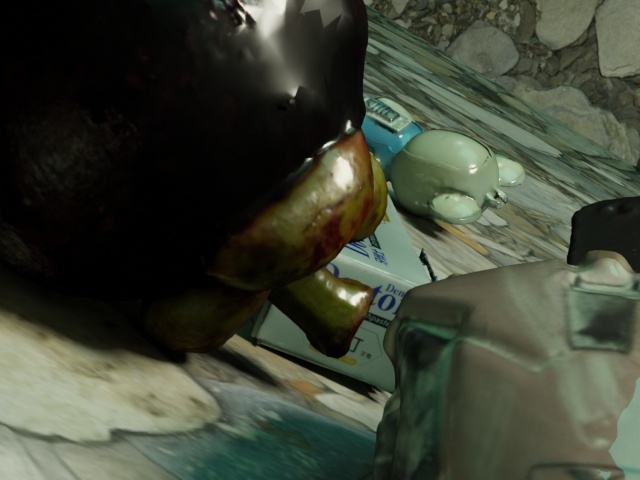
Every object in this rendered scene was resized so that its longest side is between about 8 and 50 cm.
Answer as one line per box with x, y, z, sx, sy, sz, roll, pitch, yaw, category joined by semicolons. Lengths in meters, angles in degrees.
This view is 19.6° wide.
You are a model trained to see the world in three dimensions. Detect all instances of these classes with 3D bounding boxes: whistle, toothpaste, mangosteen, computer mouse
0.051;-0.076;1.523;0.236;0.077;0.114;27;42;24;whistle
0.000;0.000;1.069;0.089;0.071;0.313;23;13;-11;toothpaste
-0.059;-0.044;0.838;0.250;0.211;0.211;56;5;-14;mangosteen
0.110;0.056;0.719;0.200;0.114;0.389;7;19;6;computer mouse

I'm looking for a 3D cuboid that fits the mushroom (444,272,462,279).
0.192;0.088;1.095;0.278;0.096;0.099;27;-23;-10;mushroom

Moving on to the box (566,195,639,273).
0.221;0.063;0.909;0.211;0.058;0.350;-2;25;11;box
